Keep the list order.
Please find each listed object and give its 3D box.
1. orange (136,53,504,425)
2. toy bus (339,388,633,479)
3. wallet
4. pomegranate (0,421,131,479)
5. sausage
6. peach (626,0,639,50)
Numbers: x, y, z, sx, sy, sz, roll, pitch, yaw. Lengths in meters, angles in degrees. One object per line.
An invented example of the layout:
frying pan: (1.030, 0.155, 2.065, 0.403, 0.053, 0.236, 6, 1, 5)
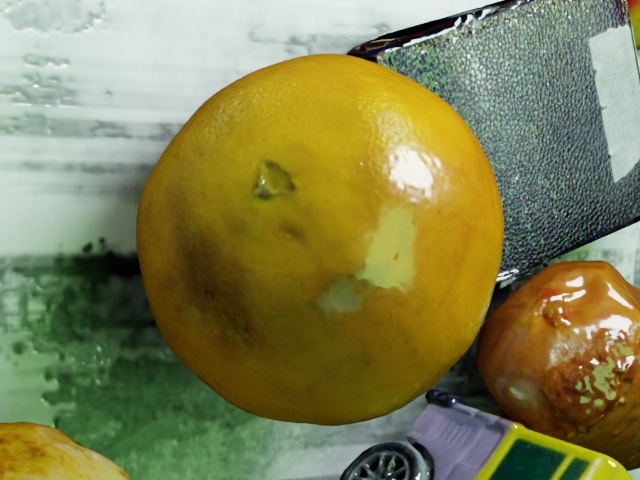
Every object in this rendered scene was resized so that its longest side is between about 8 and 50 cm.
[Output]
orange: (0.000, 0.000, 1.273, 0.261, 0.261, 0.261, -5, 99, -35)
toy bus: (0.077, 0.359, 1.363, 0.440, 0.249, 0.209, -52, 129, -20)
wallet: (0.155, -0.087, 1.481, 0.262, 0.071, 0.220, -20, 104, -23)
pomegranate: (-0.209, 0.241, 1.170, 0.248, 0.248, 0.248, -5, 99, -35)
sausage: (0.230, 0.109, 1.494, 0.141, 0.153, 0.268, -41, 150, 13)
peach: (0.300, -0.287, 1.572, 0.189, 0.068, 0.279, 21, 83, -37)
